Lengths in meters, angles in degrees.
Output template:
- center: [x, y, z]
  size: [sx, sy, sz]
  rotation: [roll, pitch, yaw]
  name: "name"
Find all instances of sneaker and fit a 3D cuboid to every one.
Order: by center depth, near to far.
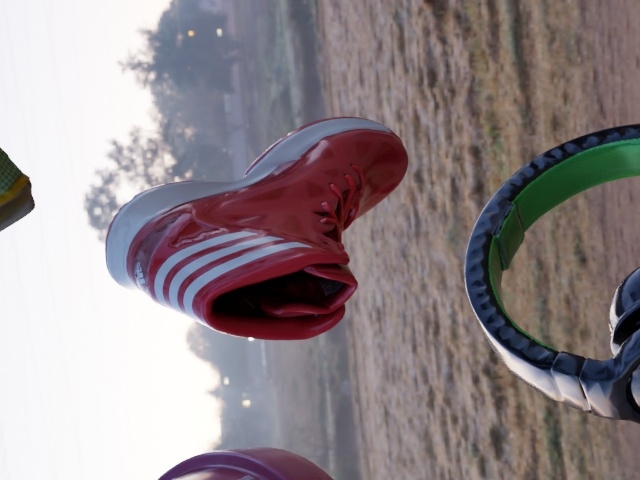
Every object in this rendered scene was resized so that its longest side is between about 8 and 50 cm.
- center: [0.000, 0.000, 0.523]
  size: [0.128, 0.221, 0.087]
  rotation: [32, 136, 38]
  name: "sneaker"

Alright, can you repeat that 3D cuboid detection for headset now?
- center: [0.299, 0.042, 0.626]
  size: [0.243, 0.394, 0.185]
  rotation: [-57, -44, -26]
  name: "headset"

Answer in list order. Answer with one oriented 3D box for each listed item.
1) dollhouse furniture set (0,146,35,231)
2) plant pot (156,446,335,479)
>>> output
- center: [-0.450, -0.001, 0.892]
  size: [0.151, 0.302, 0.197]
  rotation: [58, 180, 44]
  name: "dollhouse furniture set"
- center: [-0.087, 0.239, 0.574]
  size: [0.180, 0.201, 0.201]
  rotation: [15, -113, -58]
  name: "plant pot"
